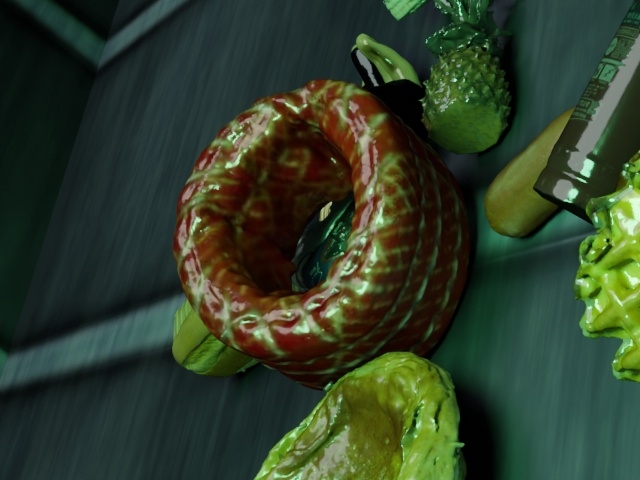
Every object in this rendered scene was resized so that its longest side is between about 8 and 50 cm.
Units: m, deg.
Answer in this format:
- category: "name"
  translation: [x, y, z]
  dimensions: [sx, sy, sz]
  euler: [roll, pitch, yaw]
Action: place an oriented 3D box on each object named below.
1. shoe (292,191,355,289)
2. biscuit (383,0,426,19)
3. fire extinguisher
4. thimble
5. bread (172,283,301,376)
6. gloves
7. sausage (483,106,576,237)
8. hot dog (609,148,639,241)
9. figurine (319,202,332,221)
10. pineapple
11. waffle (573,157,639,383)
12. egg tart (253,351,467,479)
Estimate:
- category: "shoe"
  translation: [0.059, 0.006, 1.880]
  dimensions: [0.227, 0.099, 0.125]
  euler: [-44, 46, 12]
- category: "biscuit"
  translation: [0.206, -0.407, 1.990]
  dimensions: [0.252, 0.052, 0.150]
  euler: [-39, 2, 45]
- category: "fire extinguisher"
  translation: [0.340, -0.172, 1.429]
  dimensions: [0.337, 0.114, 0.135]
  euler: [-62, -3, 4]
- category: "thimble"
  translation: [0.000, 0.000, 1.713]
  dimensions: [0.350, 0.230, 0.350]
  euler: [-12, 64, 27]
- category: "bread"
  translation: [-0.127, 0.119, 2.101]
  dimensions: [0.236, 0.140, 0.106]
  euler: [-45, 33, 44]
- category: "gloves"
  translation: [0.058, -0.183, 2.013]
  dimensions: [0.197, 0.152, 0.301]
  euler: [-28, 30, 22]
- category: "sausage"
  translation: [0.252, -0.075, 1.580]
  dimensions: [0.197, 0.076, 0.076]
  euler: [-46, 29, 39]
- category: "hot dog"
  translation: [0.343, -0.032, 1.314]
  dimensions: [0.160, 0.099, 0.226]
  euler: [-25, 41, 55]
- category: "figurine"
  translation: [0.017, 0.020, 1.992]
  dimensions: [0.083, 0.083, 0.187]
  euler: [-126, 55, -65]
- category: "pineapple"
  translation: [0.189, -0.234, 1.827]
  dimensions: [0.125, 0.125, 0.251]
  euler: [-38, 39, 46]
- category: "waffle"
  translation: [0.326, 0.015, 1.188]
  dimensions: [0.262, 0.060, 0.280]
  euler: [11, 102, 38]
- category: "egg tart"
  translation: [0.051, 0.288, 1.534]
  dimensions: [0.352, 0.150, 0.352]
  euler: [-43, 28, 30]
